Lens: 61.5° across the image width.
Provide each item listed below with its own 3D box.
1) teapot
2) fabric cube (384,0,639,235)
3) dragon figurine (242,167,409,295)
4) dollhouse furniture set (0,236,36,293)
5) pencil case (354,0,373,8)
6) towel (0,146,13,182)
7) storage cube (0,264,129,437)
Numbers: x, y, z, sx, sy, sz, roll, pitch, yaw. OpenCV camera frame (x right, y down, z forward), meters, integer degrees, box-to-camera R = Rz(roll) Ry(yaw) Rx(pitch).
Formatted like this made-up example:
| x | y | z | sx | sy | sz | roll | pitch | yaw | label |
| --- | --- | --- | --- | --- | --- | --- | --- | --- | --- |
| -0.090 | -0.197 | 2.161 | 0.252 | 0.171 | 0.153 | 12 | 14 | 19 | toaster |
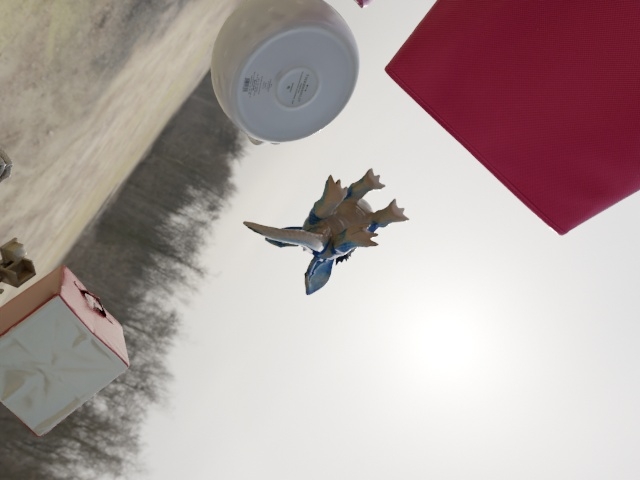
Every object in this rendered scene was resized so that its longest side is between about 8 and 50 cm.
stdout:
| x | y | z | sx | sy | sz | roll | pitch | yaw | label |
| --- | --- | --- | --- | --- | --- | --- | --- | --- | --- |
| -0.071 | -0.294 | 0.876 | 0.256 | 0.252 | 0.187 | -36 | -127 | 8 | teapot |
| 0.271 | -0.214 | 0.510 | 0.259 | 0.254 | 0.258 | -47 | 179 | -36 | fabric cube |
| 0.000 | 0.000 | 0.587 | 0.144 | 0.085 | 0.289 | -40 | 175 | 34 | dragon figurine |
| -0.568 | 0.010 | 0.862 | 0.161 | 0.101 | 0.182 | -54 | 157 | -53 | dollhouse furniture set |
| 0.149 | -0.411 | 0.712 | 0.284 | 0.124 | 0.124 | -23 | -160 | -3 | pencil case |
| -0.789 | -0.190 | 1.152 | 0.187 | 0.282 | 0.049 | -44 | 169 | 10 | towel |
| -0.481 | 0.189 | 0.958 | 0.215 | 0.183 | 0.193 | -38 | -156 | -12 | storage cube |
